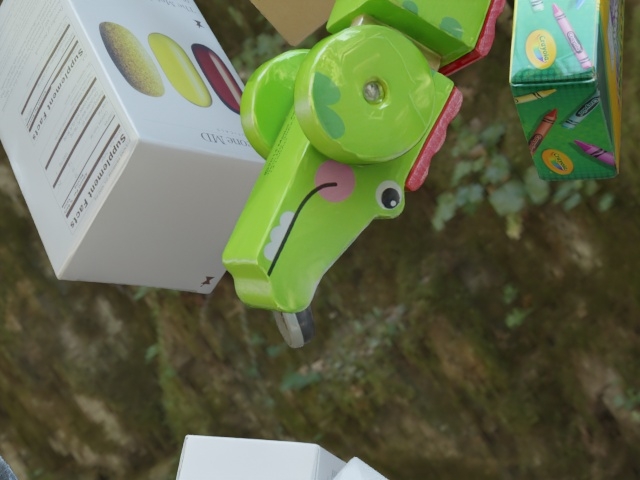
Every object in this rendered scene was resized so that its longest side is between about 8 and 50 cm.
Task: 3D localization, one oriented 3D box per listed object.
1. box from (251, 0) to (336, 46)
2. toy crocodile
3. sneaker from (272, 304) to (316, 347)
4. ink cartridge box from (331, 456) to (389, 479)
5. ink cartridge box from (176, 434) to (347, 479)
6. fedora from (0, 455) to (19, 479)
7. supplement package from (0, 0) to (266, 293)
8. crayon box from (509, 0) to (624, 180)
[{"bbox_3d":[-0.010,-0.239,0.854,0.201,0.164,0.021,-31,15,45],"label":"box"},{"bbox_3d":[0.045,-0.115,0.662,0.341,0.105,0.115,-67,19,-13],"label":"toy crocodile"},{"bbox_3d":[0.000,0.000,1.302,0.118,0.222,0.083,-7,-30,-6],"label":"sneaker"},{"bbox_3d":[0.081,0.390,1.217,0.223,0.307,0.129,-43,-30,-27],"label":"ink cartridge box"},{"bbox_3d":[-0.040,0.304,1.482,0.172,0.100,0.237,0,-22,24],"label":"ink cartridge box"},{"bbox_3d":[-0.173,0.289,1.014,0.152,0.334,0.334,-15,-9,-25],"label":"fedora"},{"bbox_3d":[-0.148,-0.094,0.967,0.139,0.244,0.134,7,-51,-40],"label":"supplement package"},{"bbox_3d":[0.243,-0.218,1.236,0.081,0.278,0.165,-2,-29,19],"label":"crayon box"}]
